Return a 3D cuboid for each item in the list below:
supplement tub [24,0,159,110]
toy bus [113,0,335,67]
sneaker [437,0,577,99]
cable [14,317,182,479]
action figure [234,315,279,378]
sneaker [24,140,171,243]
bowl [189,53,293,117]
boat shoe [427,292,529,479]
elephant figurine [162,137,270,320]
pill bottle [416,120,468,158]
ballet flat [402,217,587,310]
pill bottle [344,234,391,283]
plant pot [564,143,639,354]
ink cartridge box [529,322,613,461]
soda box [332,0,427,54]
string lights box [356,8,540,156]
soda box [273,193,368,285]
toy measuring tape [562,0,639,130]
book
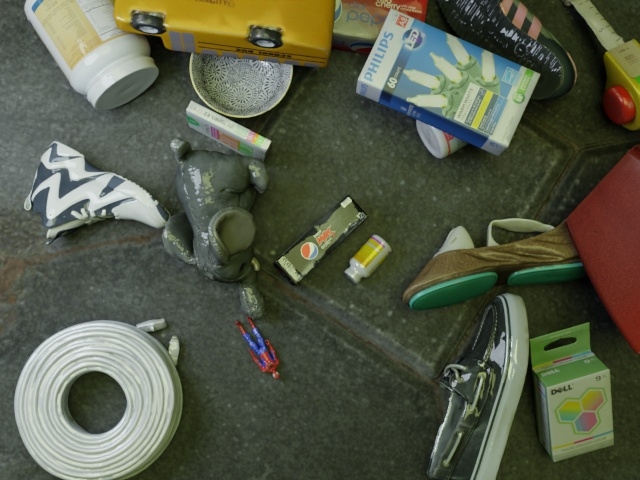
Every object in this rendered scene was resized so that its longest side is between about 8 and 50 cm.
[{"bbox_3d":[-0.368,-0.327,1.360,0.144,0.144,0.200,-33,88,-8],"label":"supplement tub"},{"bbox_3d":[-0.145,-0.353,1.308,0.332,0.130,0.108,6,84,-4],"label":"toy bus"},{"bbox_3d":[0.324,-0.367,1.464,0.112,0.131,0.319,-44,70,33],"label":"sneaker"},{"bbox_3d":[-0.347,0.255,1.318,0.257,0.089,0.257,-4,84,-6],"label":"cable"},{"bbox_3d":[-0.100,0.179,1.383,0.038,0.030,0.115,-31,89,-13],"label":"action figure"},{"bbox_3d":[-0.371,-0.042,1.351,0.235,0.094,0.153,30,83,-1],"label":"sneaker"},{"bbox_3d":[-0.133,-0.279,1.408,0.170,0.080,0.170,1,82,-5],"label":"bowl"},{"bbox_3d":[0.252,0.243,1.360,0.119,0.121,0.335,14,83,-4],"label":"boat shoe"},{"bbox_3d":[-0.159,-0.011,1.322,0.185,0.169,0.240,8,75,-8],"label":"elephant figurine"},{"bbox_3d":[0.251,-0.213,1.432,0.160,0.087,0.087,-31,87,-8],"label":"pill bottle"},{"bbox_3d":[0.289,0.027,1.405,0.342,0.116,0.124,-12,64,-7],"label":"ballet flat"},{"bbox_3d":[0.078,0.033,1.408,0.043,0.043,0.083,43,81,1],"label":"pill bottle"},{"bbox_3d":[0.559,-0.022,1.330,0.267,0.267,0.236,-19,61,-43],"label":"plant pot"},{"bbox_3d":[0.408,0.248,1.357,0.108,0.062,0.209,-14,115,-7],"label":"ink cartridge box"},{"bbox_3d":[0.045,-0.380,1.435,0.263,0.083,0.092,9,84,-5],"label":"soda box"},{"bbox_3d":[0.202,-0.253,1.349,0.259,0.077,0.133,24,85,2],"label":"string lights box"},{"bbox_3d":[0.000,0.000,1.397,0.169,0.060,0.053,-42,90,-9],"label":"soda box"},{"bbox_3d":[0.524,-0.299,1.480,0.121,0.121,0.330,-25,64,-8],"label":"toy measuring tape"},{"bbox_3d":[-0.150,-0.180,1.386,0.144,0.096,0.035,27,82,-1],"label":"book"}]
